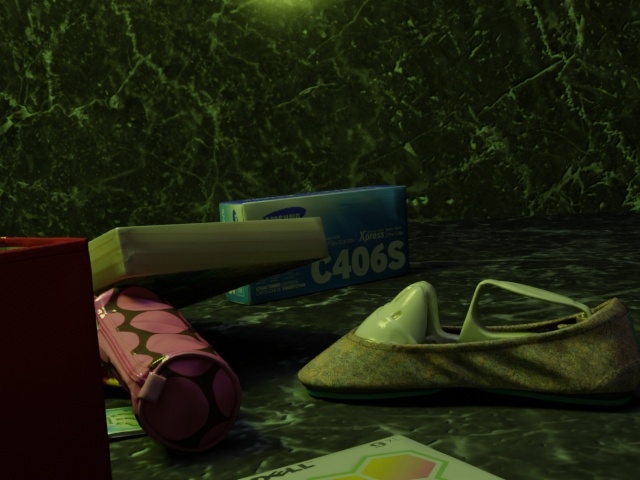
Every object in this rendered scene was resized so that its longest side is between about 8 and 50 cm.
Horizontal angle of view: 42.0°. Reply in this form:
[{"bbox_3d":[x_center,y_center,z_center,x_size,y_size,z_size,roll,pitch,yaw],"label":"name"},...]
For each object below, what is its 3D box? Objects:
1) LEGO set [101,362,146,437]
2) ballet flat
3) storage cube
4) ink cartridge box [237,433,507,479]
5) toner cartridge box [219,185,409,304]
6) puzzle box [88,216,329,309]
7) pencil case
[{"bbox_3d":[-0.262,0.140,0.799,0.183,0.060,0.244,-2,4,-21],"label":"LEGO set"},{"bbox_3d":[0.128,0.089,0.769,0.316,0.106,0.107,-2,6,17],"label":"ballet flat"},{"bbox_3d":[-0.259,0.102,0.491,0.184,0.193,0.215,1,9,38],"label":"storage cube"},{"bbox_3d":[0.027,0.153,0.436,0.109,0.062,0.209,-8,7,-29],"label":"ink cartridge box"},{"bbox_3d":[0.000,0.000,1.423,0.348,0.165,0.075,-9,8,-36],"label":"toner cartridge box"},{"bbox_3d":[-0.222,0.054,1.016,0.272,0.052,0.409,-5,-11,-43],"label":"puzzle box"},{"bbox_3d":[-0.148,0.104,0.733,0.098,0.095,0.209,42,-9,-31],"label":"pencil case"}]
